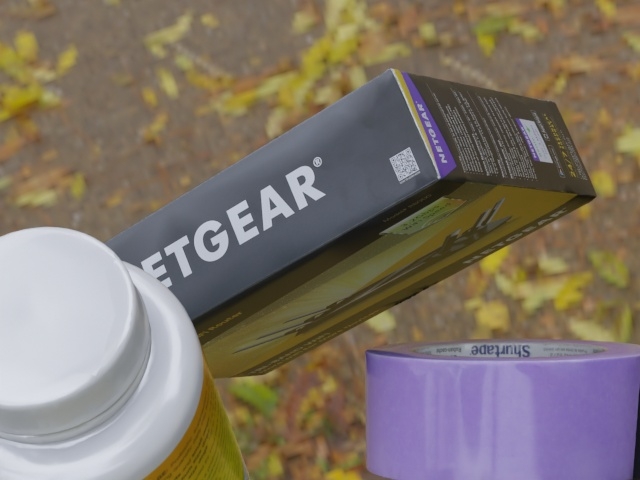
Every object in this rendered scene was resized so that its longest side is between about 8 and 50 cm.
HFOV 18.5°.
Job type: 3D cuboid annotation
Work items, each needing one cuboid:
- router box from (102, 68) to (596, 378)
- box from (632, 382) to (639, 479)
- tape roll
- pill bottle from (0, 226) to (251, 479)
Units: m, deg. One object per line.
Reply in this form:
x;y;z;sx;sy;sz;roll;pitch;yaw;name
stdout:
0.000;0.000;1.330;0.309;0.243;0.081;-30;74;27;router box
0.240;0.155;1.044;0.073;0.295;0.293;-3;28;-6;box
0.123;0.110;1.284;0.189;0.189;0.080;-1;92;15;tape roll
-0.100;0.085;0.861;0.117;0.215;0.117;-4;57;6;pill bottle
